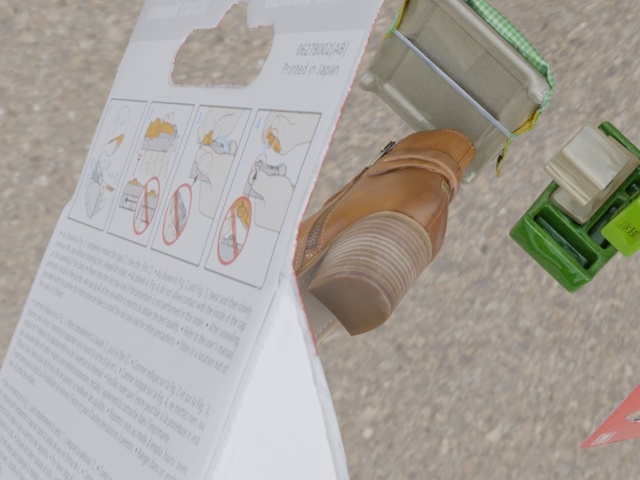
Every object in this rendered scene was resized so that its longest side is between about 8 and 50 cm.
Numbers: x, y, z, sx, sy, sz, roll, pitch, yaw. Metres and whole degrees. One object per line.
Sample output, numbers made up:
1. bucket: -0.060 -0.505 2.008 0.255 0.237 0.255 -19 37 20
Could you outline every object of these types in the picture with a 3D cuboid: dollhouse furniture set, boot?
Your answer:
1. dollhouse furniture set: 0.204 -0.129 1.269 0.301 0.151 0.197 44 153 4
2. boot: 0.000 0.000 1.259 0.283 0.220 0.109 -24 114 43

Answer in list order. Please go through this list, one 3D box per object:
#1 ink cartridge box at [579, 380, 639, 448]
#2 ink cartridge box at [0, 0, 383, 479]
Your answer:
1. ink cartridge box: 0.400 0.165 1.304 0.261 0.296 0.066 -12 71 -5
2. ink cartridge box: -0.039 0.038 0.386 0.056 0.181 0.225 24 86 -26
